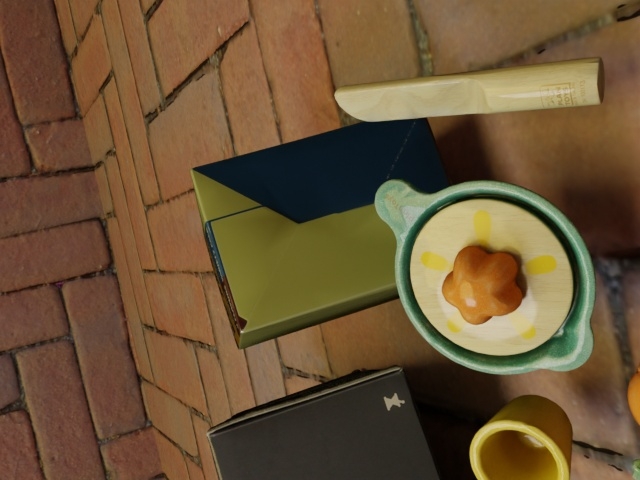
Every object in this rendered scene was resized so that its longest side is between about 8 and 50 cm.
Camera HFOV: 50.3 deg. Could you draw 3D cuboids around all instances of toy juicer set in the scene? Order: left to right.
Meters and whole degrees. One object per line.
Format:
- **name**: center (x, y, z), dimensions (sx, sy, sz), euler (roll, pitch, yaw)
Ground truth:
- **toy juicer set**: center (0.143, 0.011, 0.438), dimensions (0.209, 0.089, 0.329), euler (-23, 93, 35)

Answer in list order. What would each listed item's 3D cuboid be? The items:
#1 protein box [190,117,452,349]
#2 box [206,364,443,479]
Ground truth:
- **protein box**: center (0.000, 0.000, 0.623), dimensions (0.201, 0.199, 0.136), euler (119, 133, -76)
- **box**: center (0.032, 0.315, 0.676), dimensions (0.312, 0.178, 0.344), euler (105, 147, -77)
